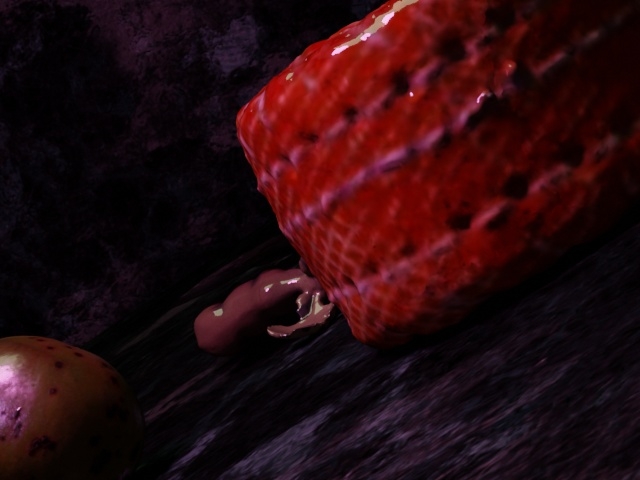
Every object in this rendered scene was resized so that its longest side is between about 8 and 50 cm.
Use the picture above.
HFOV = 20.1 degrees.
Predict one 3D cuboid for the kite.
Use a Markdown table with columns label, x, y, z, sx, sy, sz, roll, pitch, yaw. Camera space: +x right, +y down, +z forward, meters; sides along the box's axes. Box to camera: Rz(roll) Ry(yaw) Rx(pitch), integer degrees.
| label | x | y | z | sx | sy | sz | roll | pitch | yaw |
| --- | --- | --- | --- | --- | --- | --- | --- | --- | --- |
| kite | -0.002 | -0.003 | 1.935 | 0.360 | 0.022 | 0.204 | -18 | -10 | -47 |

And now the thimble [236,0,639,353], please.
| label | x | y | z | sx | sy | sz | roll | pitch | yaw |
| --- | --- | --- | --- | --- | --- | --- | --- | --- | --- |
| thimble | 0.115 | -0.094 | 1.390 | 0.350 | 0.230 | 0.350 | -33 | 4 | 2 |

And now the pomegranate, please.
| label | x | y | z | sx | sy | sz | roll | pitch | yaw |
| --- | --- | --- | --- | --- | --- | --- | --- | --- | --- |
| pomegranate | -0.257 | 0.181 | 1.569 | 0.210 | 0.179 | 0.179 | -47 | 5 | 1 |

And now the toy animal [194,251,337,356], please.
| label | x | y | z | sx | sy | sz | roll | pitch | yaw |
| --- | --- | --- | --- | --- | --- | --- | --- | --- | --- |
| toy animal | -0.037 | 0.059 | 1.785 | 0.214 | 0.093 | 0.186 | -32 | -4 | 21 |
